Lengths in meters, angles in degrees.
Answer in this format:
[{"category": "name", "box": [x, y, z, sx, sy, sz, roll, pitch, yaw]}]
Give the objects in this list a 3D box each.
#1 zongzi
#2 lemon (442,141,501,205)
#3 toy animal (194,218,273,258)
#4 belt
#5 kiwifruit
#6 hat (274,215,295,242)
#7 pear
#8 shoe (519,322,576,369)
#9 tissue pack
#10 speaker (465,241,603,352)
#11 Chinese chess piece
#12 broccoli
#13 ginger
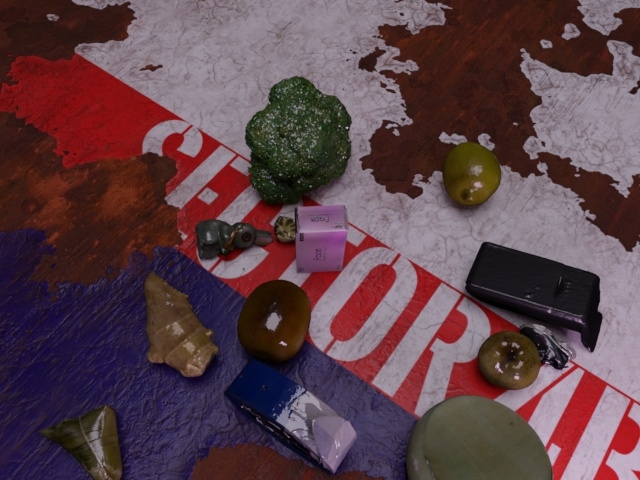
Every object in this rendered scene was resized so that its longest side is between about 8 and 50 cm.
[{"category": "zongzi", "box": [-0.608, 0.541, 1.540, 0.204, 0.094, 0.205, -16, 62, -6]}, {"category": "lemon", "box": [0.483, -0.218, 1.959, 0.184, 0.184, 0.248, 2, 54, 0]}, {"category": "toy animal", "box": [-0.267, -0.022, 1.867, 0.236, 0.108, 0.138, -17, 61, -12]}, {"category": "belt", "box": [-0.077, 0.438, 1.545, 0.347, 0.212, 0.117, 30, 62, 20]}, {"category": "kiwifruit", "box": [-0.123, 0.216, 1.688, 0.196, 0.196, 0.234, 19, 55, 10]}, {"category": "hat", "box": [-0.110, -0.029, 1.905, 0.076, 0.059, 0.077, 9, 64, -15]}, {"category": "pear", "box": [0.516, 0.327, 1.667, 0.167, 0.136, 0.167, -1, 63, 2]}, {"category": "shoe", "box": [0.626, 0.310, 1.722, 0.169, 0.071, 0.099, 35, 67, 13]}, {"category": "tissue pack", "box": [0.000, 0.000, 1.780, 0.148, 0.246, 0.092, -4, 60, -4]}, {"category": "speaker", "box": [0.628, 0.166, 1.779, 0.388, 0.184, 0.180, 19, 59, 21]}, {"category": "Chinese chess piece", "box": [0.380, 0.551, 1.483, 0.349, 0.146, 0.349, 7, 44, -7]}, {"category": "broccoli", "box": [-0.062, -0.313, 1.940, 0.321, 0.310, 0.413, 5, 94, 8]}, {"category": "ginger", "box": [-0.412, 0.229, 1.713, 0.190, 0.126, 0.354, -25, 60, -4]}]
